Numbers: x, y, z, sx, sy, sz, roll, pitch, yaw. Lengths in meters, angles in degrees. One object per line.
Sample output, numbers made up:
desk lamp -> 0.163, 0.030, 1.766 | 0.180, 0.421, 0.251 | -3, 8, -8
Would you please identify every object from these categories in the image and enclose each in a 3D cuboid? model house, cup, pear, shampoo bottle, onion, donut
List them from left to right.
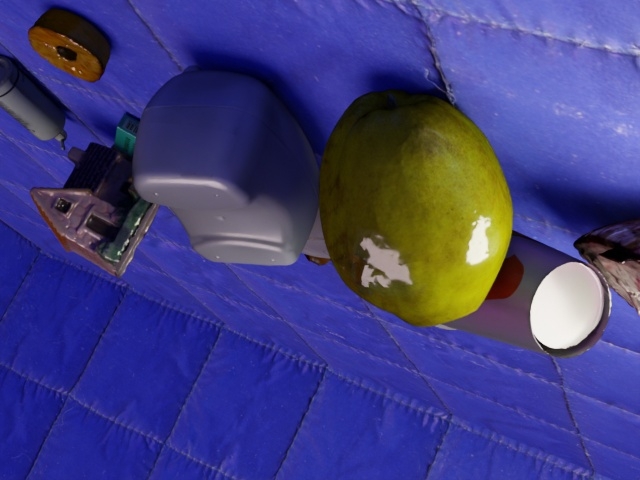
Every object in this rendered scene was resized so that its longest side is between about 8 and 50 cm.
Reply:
shampoo bottle -> -0.614, -0.283, 2.087 | 0.085, 0.085, 0.262 | 19, 164, 26
donut -> -0.414, -0.328, 1.651 | 0.151, 0.058, 0.152 | 24, 164, 7
model house -> -0.473, -0.080, 2.086 | 0.237, 0.237, 0.202 | 28, 171, -2
pear -> 0.122, -0.042, 1.322 | 0.269, 0.269, 0.321 | 8, 119, 49
cup -> 0.276, 0.067, 1.437 | 0.203, 0.203, 0.288 | 33, 176, -25
onion -> 0.479, 0.054, 1.326 | 0.314, 0.146, 0.280 | 42, -178, -23

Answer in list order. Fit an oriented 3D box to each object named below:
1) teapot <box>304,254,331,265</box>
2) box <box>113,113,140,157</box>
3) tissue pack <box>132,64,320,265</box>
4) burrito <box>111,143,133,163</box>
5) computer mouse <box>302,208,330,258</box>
teapot -> 0.000, 0.000, 2.057 | 0.129, 0.078, 0.098 | 178, 70, -81
box -> -0.316, -0.172, 2.045 | 0.226, 0.042, 0.161 | 29, 166, -8
tissue pack -> -0.136, -0.121, 1.570 | 0.229, 0.236, 0.333 | 3, 156, 23
burrito -> -0.415, -0.170, 2.220 | 0.055, 0.041, 0.149 | 16, 160, 22
computer mouse -> 0.068, -0.034, 1.731 | 0.296, 0.121, 0.184 | -2, 160, 34
